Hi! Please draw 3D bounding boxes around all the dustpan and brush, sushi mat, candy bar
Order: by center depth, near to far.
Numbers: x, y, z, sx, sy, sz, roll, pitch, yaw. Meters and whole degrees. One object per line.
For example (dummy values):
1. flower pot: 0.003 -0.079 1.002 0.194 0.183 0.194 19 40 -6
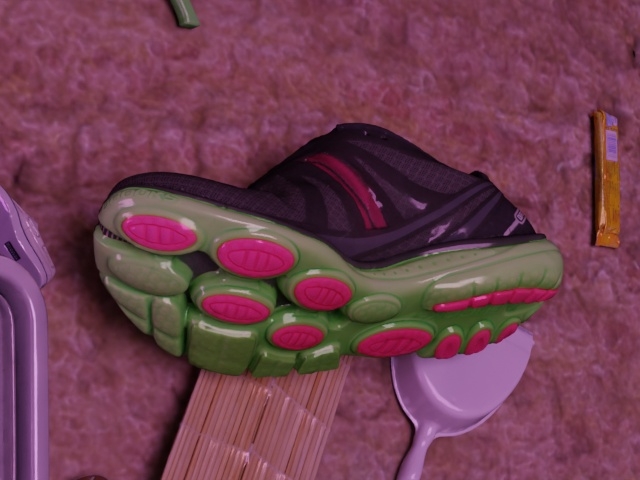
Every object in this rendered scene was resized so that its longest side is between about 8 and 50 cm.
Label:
1. sushi mat: -0.066 0.194 1.265 0.151 0.019 0.316 34 56 -24
2. dustpan and brush: 0.118 0.160 1.410 0.147 0.060 0.211 29 59 -15
3. candy bar: 0.323 -0.072 1.612 0.040 0.018 0.161 9 76 -37

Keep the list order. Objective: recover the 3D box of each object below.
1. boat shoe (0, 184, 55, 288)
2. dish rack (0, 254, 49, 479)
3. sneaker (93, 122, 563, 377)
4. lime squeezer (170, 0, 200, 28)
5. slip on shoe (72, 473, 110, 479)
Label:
1. boat shoe: -0.252 -0.007 1.191 0.100 0.035 0.035 60 28 -6
2. dish rack: -0.345 0.143 1.033 0.333 0.072 0.286 9 75 -50
3. sneaker: 0.000 0.000 1.293 0.482 0.185 0.202 6 45 -39
4. lime squeezer: -0.162 -0.354 1.300 0.110 0.059 0.310 -1 81 -35
5. slip on shoe: -0.212 0.253 1.165 0.041 0.051 0.135 80 31 -48
